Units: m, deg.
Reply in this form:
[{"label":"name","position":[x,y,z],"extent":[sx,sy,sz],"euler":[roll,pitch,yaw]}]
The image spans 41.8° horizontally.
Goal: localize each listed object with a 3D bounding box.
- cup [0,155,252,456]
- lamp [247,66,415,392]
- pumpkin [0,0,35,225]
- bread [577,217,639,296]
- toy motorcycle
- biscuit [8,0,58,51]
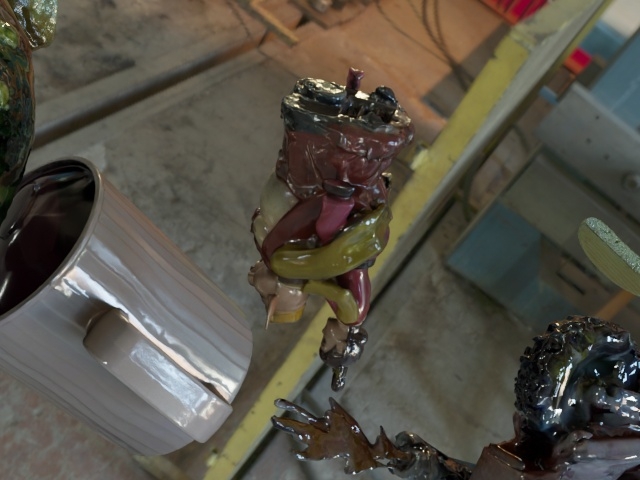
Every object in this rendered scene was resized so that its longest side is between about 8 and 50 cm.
[{"label":"cup","position":[-0.199,0.071,0.834],"extent":[0.273,0.288,0.208],"euler":[50,50,-38]},{"label":"lamp","position":[0.000,0.000,0.664],"extent":[0.118,0.253,0.118],"euler":[9,31,-5]},{"label":"pumpkin","position":[-0.333,-0.085,0.562],"extent":[0.207,0.300,0.300],"euler":[24,31,-53]},{"label":"bread","position":[0.533,0.036,1.503],"extent":[0.036,0.112,0.193],"euler":[-44,84,-12]},{"label":"toy motorcycle","position":[0.163,0.151,0.522],"extent":[0.401,0.207,0.134],"euler":[20,3,-31]},{"label":"biscuit","position":[-0.335,-0.341,0.795],"extent":[0.335,0.329,0.078],"euler":[59,24,-1]}]
